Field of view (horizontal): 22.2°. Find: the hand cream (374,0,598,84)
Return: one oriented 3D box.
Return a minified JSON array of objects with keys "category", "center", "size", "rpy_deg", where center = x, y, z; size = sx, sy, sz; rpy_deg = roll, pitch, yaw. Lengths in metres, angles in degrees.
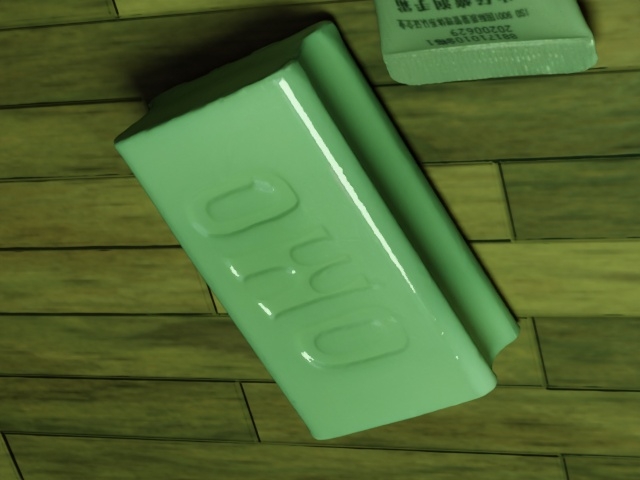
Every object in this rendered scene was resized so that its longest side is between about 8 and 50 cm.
[{"category":"hand cream","center":[0.066,-0.220,0.931],"size":[0.140,0.089,0.314],"rpy_deg":[1,127,25]}]

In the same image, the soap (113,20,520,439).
[{"category":"soap","center":[0.000,0.000,1.113],"size":[0.160,0.087,0.265],"rpy_deg":[-19,113,33]}]
